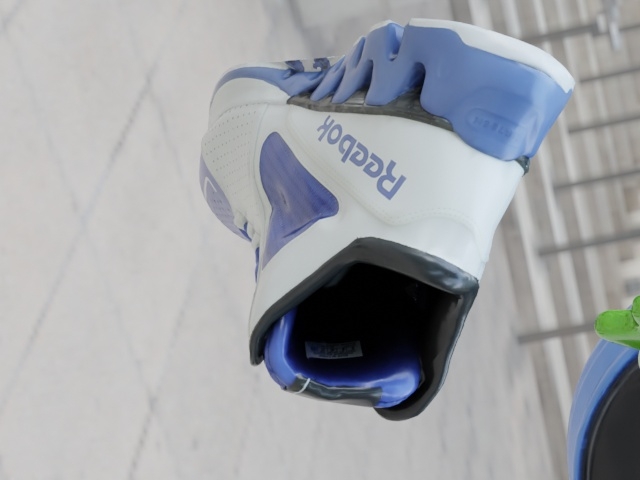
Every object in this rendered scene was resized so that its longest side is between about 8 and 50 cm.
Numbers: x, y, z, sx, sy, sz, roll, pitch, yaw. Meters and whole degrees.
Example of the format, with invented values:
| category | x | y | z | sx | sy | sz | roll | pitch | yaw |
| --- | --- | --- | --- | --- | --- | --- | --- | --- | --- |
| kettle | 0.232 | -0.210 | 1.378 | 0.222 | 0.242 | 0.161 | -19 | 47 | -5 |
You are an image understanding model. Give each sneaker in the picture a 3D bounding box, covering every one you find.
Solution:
| category | x | y | z | sx | sy | sz | roll | pitch | yaw |
| --- | --- | --- | --- | --- | --- | --- | --- | --- | --- |
| sneaker | 0.001 | 0.000 | 0.904 | 0.315 | 0.127 | 0.182 | -14 | -125 | 65 |

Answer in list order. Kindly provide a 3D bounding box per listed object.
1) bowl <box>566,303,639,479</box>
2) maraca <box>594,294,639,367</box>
| category | x | y | z | sx | sy | sz | roll | pitch | yaw |
| --- | --- | --- | --- | --- | --- | --- | --- | --- | --- |
| bowl | 0.393 | 0.198 | 1.384 | 0.077 | 0.391 | 0.391 | -50 | 128 | -63 |
| maraca | 0.192 | 0.052 | 0.705 | 0.186 | 0.127 | 0.099 | 30 | 60 | -51 |
